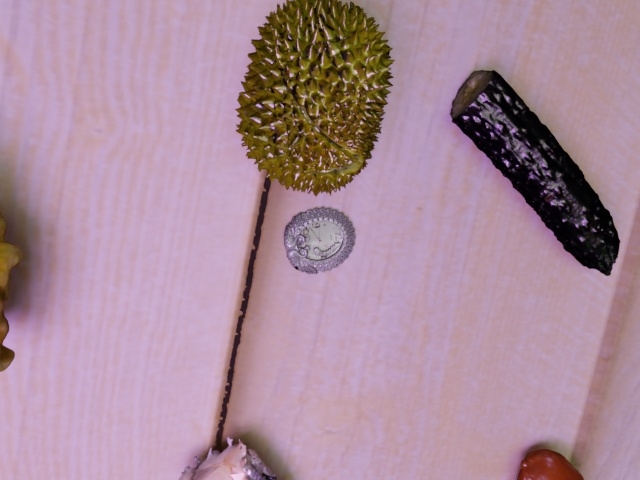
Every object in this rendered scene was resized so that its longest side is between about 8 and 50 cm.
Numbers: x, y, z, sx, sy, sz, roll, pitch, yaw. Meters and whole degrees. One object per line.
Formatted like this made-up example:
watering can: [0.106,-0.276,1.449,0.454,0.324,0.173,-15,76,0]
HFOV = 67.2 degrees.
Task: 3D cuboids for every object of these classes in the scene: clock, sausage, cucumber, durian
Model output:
clock: [0.000,0.000,0.547,0.083,0.010,0.074,-15,99,-9]
sausage: [0.298,0.357,0.610,0.089,0.089,0.179,-11,97,-9]
cucumber: [0.262,-0.068,0.558,0.300,0.072,0.072,43,89,-14]
durian: [-0.007,-0.142,0.454,0.146,0.159,0.198,7,92,1]

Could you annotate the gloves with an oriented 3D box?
gloves: [-0.089,0.300,0.542,0.114,0.070,0.153,-27,108,-14]

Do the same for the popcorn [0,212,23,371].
popcorn: [-0.341,0.026,0.409,0.155,0.197,0.198,-6,99,-25]
